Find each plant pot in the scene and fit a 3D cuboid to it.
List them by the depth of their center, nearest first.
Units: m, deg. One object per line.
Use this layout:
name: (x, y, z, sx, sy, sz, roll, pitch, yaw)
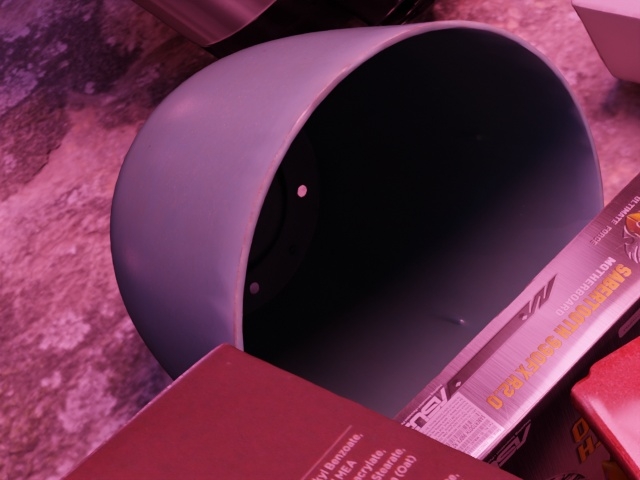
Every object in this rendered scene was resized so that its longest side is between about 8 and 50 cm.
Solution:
plant pot: (0.000, 0.000, 0.721, 0.235, 0.293, 0.293, 17, 61, 50)

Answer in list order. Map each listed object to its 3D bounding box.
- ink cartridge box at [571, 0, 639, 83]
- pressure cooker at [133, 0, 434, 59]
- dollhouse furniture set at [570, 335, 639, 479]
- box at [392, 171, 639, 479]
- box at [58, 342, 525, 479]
ink cartridge box: (0.351, -0.249, 0.787, 0.226, 0.131, 0.306, 22, 81, 34)
pressure cooker: (-0.062, -0.353, 0.926, 0.375, 0.420, 0.370, -13, 49, 56)
dollhouse furniture set: (0.321, 0.089, 0.582, 0.374, 0.201, 0.152, -29, 49, -10)
box: (0.148, 0.094, 0.646, 0.231, 0.183, 0.056, -42, 50, -13)
box: (0.072, 0.214, 0.461, 0.381, 0.191, 0.143, 21, 39, 25)
